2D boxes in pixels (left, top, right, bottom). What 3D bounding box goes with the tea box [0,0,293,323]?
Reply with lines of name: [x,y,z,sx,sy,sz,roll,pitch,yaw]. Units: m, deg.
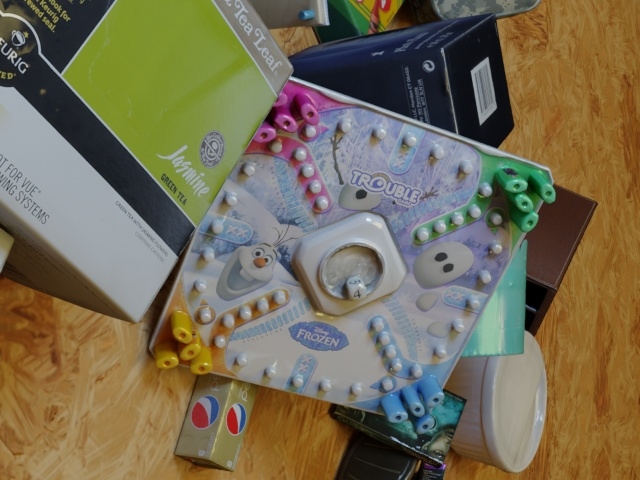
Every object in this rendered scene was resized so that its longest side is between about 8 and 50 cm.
tea box: [-0.245,-0.158,0.939,0.323,0.220,0.329,-59,140,-20]

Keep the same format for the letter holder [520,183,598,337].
letter holder: [0.401,0.014,2.057,0.302,0.214,0.152,-53,163,-43]

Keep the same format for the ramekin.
ramekin: [0.328,0.303,1.940,0.273,0.127,0.273,2,88,-56]

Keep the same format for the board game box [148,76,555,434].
board game box: [0.039,0.037,1.217,0.390,0.050,0.390,17,113,-18]

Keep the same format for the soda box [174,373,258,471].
soda box: [-0.125,0.202,1.314,0.058,0.061,0.181,41,56,-48]

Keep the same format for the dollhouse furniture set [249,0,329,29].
dollhouse furniture set: [-0.058,-0.297,1.198,0.198,0.303,0.286,-25,111,-53]

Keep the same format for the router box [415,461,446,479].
router box: [0.178,0.451,1.718,0.179,0.046,0.133,81,20,-71]

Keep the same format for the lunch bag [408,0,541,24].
lunch bag: [0.231,-0.506,1.707,0.256,0.212,0.305,-127,-155,-76]

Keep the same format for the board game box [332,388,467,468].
board game box: [0.126,0.266,1.602,0.026,0.186,0.126,108,8,-54]

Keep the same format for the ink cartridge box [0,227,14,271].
ink cartridge box: [-0.373,0.020,0.835,0.128,0.176,0.127,48,52,-46]

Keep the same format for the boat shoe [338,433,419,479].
boat shoe: [0.127,0.338,1.650,0.307,0.110,0.104,-56,150,-30]

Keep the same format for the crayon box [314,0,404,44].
crayon box: [0.022,-0.458,1.521,0.202,0.081,0.318,-60,136,-37]

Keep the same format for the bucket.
bucket: [0.202,0.093,1.626,0.281,0.281,0.183,8,80,-56]

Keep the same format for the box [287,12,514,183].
box: [0.080,-0.183,1.379,0.296,0.294,0.183,-43,123,-61]
